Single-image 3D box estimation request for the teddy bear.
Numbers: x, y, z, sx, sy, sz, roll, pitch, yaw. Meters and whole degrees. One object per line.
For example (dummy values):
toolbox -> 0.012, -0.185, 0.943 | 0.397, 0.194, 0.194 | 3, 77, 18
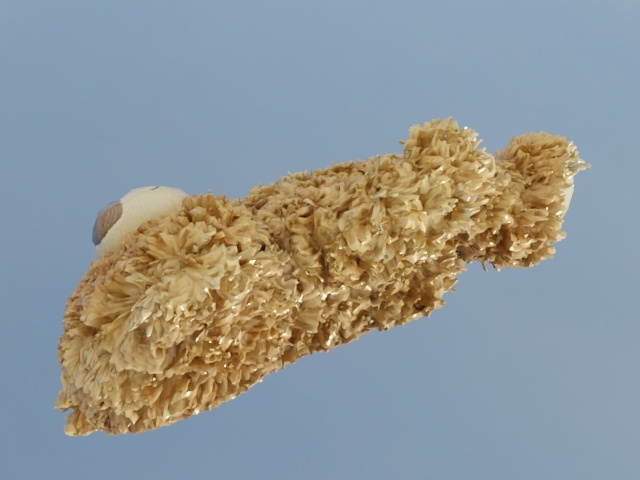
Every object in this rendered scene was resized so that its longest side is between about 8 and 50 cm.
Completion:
teddy bear -> 0.000, 0.000, 0.670 | 0.337, 0.245, 0.113 | -19, -88, -22
